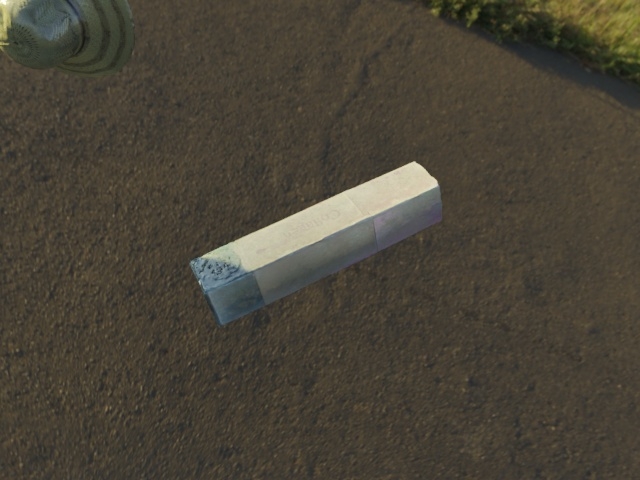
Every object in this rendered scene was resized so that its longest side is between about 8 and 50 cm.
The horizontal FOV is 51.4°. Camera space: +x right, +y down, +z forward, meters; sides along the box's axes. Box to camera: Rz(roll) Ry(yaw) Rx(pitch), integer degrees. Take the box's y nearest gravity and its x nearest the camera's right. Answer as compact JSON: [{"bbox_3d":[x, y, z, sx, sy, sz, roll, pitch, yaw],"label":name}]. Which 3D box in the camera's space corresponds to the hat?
[{"bbox_3d":[-0.398,-0.304,0.933,0.252,0.252,0.110,26,50,-3],"label":"hat"}]

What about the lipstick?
[{"bbox_3d":[0.000,0.000,0.831,0.317,0.068,0.066,-25,43,-12],"label":"lipstick"}]
